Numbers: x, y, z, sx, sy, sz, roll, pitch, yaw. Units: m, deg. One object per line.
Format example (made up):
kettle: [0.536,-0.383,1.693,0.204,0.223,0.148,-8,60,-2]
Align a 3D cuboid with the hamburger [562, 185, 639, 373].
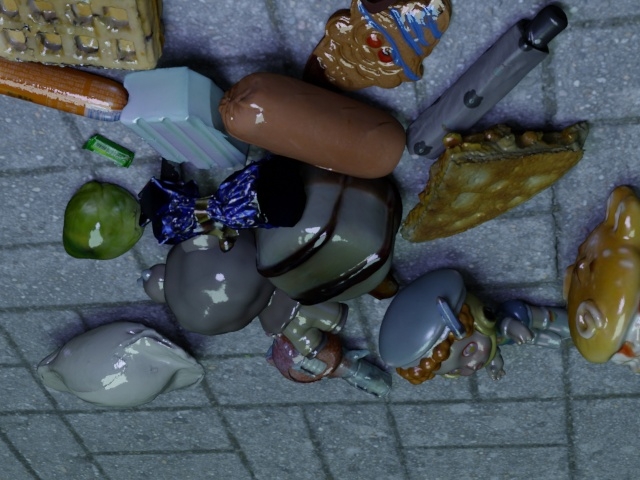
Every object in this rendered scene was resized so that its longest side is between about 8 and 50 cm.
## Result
hamburger: [0.526,0.071,1.795,0.186,0.261,0.302,16,121,-4]

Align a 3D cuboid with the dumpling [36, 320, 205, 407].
dumpling: [-0.413,0.282,2.236,0.341,0.181,0.260,-35,137,12]

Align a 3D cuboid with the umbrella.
umbrella: [0.249,-0.237,1.607,0.073,0.067,0.337,-3,151,-39]

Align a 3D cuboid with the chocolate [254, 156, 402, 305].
chocolate: [0.000,0.000,1.799,0.284,0.186,0.283,7,149,4]

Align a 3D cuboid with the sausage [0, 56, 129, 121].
sausage: [-0.407,-0.242,1.697,0.234,0.071,0.071,15,139,-8]

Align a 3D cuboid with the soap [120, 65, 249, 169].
soap: [-0.202,-0.188,1.660,0.145,0.091,0.230,-1,166,14]

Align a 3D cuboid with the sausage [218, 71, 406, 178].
sausage: [-0.011,-0.178,1.630,0.304,0.121,0.121,14,142,-34]

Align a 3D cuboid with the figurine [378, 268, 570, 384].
figurine: [0.285,0.169,2.013,0.382,0.205,0.224,10,140,-34]

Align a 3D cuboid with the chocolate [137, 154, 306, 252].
chocolate: [-0.188,-0.049,1.728,0.343,0.126,0.148,-10,102,36]

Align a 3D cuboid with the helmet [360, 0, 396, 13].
helmet: [0.072,-0.379,1.473,0.089,0.057,0.111,-33,148,-19]

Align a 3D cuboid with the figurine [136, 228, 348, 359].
figurine: [-0.134,0.098,1.951,0.381,0.203,0.248,27,132,-23]

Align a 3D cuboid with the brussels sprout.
brussels sprout: [-0.398,-0.021,1.913,0.149,0.122,0.151,7,139,5]

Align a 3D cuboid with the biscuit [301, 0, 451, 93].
biscuit: [0.077,-0.294,1.596,0.280,0.043,0.183,-27,126,29]

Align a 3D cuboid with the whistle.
whistle: [0.016,0.245,2.167,0.346,0.134,0.142,31,98,-36]

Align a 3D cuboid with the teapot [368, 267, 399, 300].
teapot: [0.096,0.058,1.973,0.129,0.078,0.098,31,178,-27]

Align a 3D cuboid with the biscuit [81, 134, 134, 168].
biscuit: [-0.366,-0.156,1.832,0.089,0.016,0.046,27,137,-21]

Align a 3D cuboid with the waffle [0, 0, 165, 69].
waffle: [-0.364,-0.415,1.461,0.261,0.114,0.376,6,140,6]

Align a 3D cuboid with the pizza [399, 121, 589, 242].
pizza: [0.281,-0.092,1.733,0.258,0.087,0.268,-5,149,-20]

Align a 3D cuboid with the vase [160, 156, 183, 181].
vase: [-0.258,-0.126,1.818,0.059,0.059,0.167,8,139,-1]
